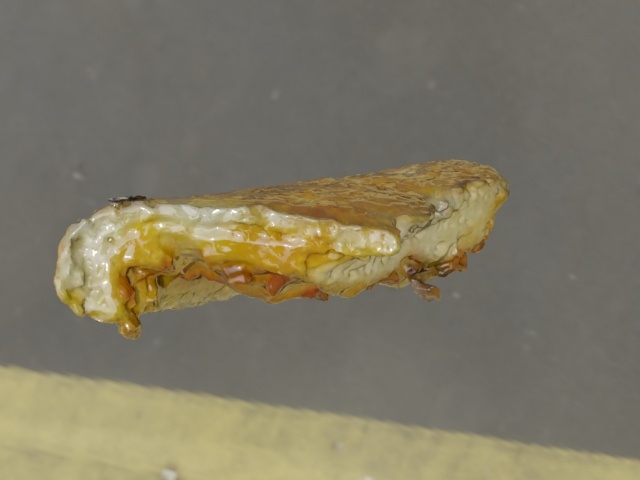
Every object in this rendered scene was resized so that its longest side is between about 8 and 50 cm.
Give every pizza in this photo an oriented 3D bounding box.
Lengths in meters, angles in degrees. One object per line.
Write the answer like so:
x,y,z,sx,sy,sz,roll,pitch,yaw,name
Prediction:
-0.003,0.000,0.818,0.134,0.271,0.056,-1,94,26,pizza
